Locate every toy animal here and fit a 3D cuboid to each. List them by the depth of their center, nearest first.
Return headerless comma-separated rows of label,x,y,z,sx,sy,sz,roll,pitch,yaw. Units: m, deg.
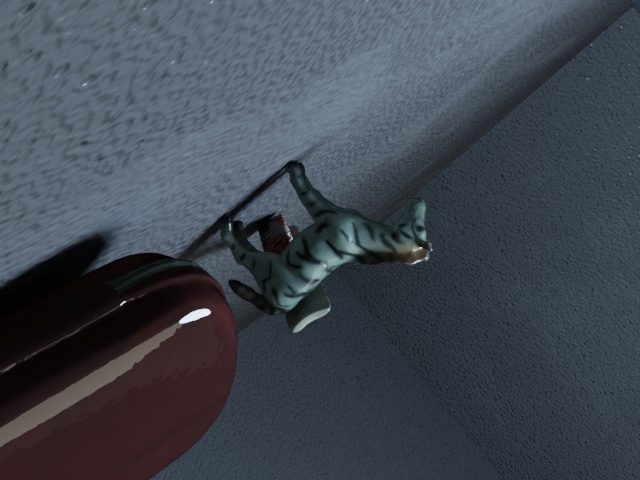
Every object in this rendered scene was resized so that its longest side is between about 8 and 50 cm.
toy animal,-0.003,-0.018,1.219,0.255,0.170,0.090,-22,174,14

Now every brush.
brush,-0.043,0.034,1.367,0.060,0.050,0.321,-32,-158,2

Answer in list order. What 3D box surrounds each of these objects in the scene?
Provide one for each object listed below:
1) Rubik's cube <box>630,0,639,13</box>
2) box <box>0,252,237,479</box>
Rubik's cube,0.372,-0.341,1.016,0.154,0.155,0.151,-35,175,-30
box,-0.247,0.165,0.860,0.404,0.108,0.263,-29,146,-31
